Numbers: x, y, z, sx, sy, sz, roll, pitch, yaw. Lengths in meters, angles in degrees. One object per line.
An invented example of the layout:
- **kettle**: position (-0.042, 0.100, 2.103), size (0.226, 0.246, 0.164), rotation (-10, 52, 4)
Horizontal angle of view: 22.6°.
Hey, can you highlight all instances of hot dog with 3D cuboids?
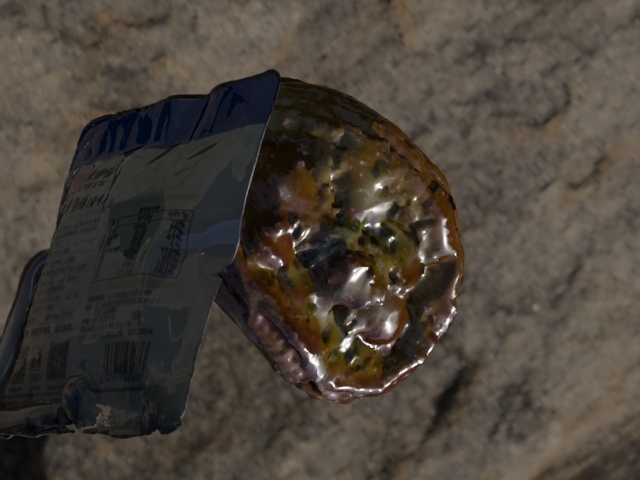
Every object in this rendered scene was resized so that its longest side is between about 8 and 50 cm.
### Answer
- **hot dog**: position (0.000, 0.000, 1.187), size (0.196, 0.122, 0.272), rotation (-50, 128, -15)

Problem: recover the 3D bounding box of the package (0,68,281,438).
- **package**: position (-0.091, 0.009, 0.737), size (0.027, 0.171, 0.173), rotation (30, 67, -32)
